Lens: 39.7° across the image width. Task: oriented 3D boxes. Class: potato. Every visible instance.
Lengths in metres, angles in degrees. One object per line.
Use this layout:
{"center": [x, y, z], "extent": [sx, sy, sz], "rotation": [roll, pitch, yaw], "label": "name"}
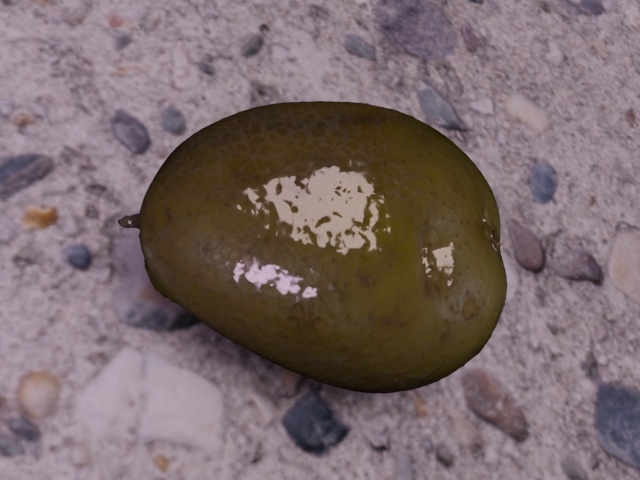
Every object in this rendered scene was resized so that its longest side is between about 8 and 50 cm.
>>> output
{"center": [0.000, 0.000, 0.561], "extent": [0.251, 0.159, 0.174], "rotation": [10, 53, -12], "label": "potato"}
